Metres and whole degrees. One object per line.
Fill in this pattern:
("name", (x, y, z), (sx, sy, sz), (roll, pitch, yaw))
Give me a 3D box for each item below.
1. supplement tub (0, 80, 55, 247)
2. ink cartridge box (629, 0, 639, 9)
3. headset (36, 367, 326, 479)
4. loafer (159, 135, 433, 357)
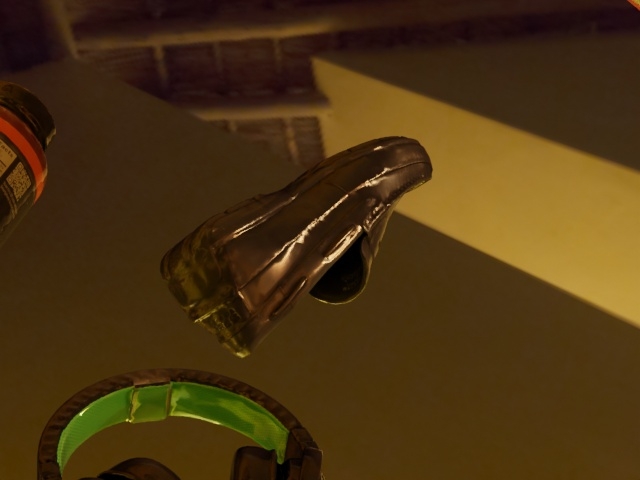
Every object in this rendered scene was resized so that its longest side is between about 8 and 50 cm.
("supplement tub", (-0.271, -0.035, 0.942), (0.198, 0.106, 0.106), (-64, -39, -45))
("ink cartridge box", (0.294, -0.204, 0.981), (0.134, 0.231, 0.078), (24, -79, -42))
("headset", (-0.100, 0.266, 1.067), (0.243, 0.394, 0.185), (-4, -57, -22))
("loafer", (0.000, 0.000, 0.743), (0.223, 0.076, 0.078), (-31, -92, -48))
